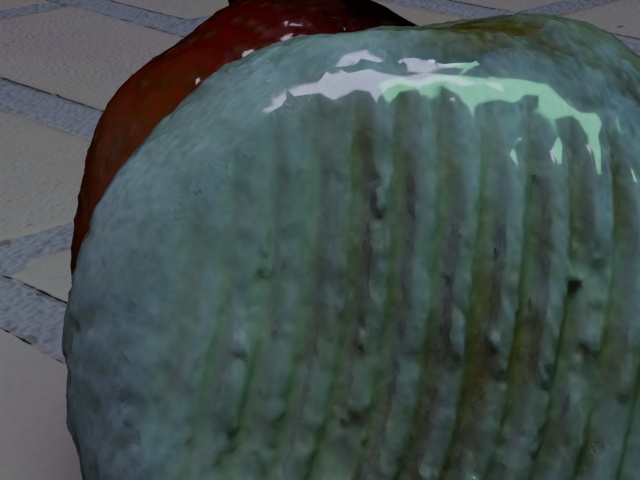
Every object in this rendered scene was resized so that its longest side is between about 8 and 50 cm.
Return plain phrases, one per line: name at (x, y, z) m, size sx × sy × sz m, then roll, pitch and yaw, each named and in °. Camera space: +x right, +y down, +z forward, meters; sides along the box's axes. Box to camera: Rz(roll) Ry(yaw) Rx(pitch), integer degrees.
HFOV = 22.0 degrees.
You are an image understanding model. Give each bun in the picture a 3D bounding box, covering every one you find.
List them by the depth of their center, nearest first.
bun at (0.059, 0.066, 0.752) m, size 0.362 × 0.362 × 0.211 m, roll -3°, pitch 4°, yaw -8°

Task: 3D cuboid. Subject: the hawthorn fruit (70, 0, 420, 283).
hawthorn fruit at (-0.012, -0.007, 0.994) m, size 0.316 × 0.316 × 0.316 m, roll 0°, pitch 21°, yaw 0°
